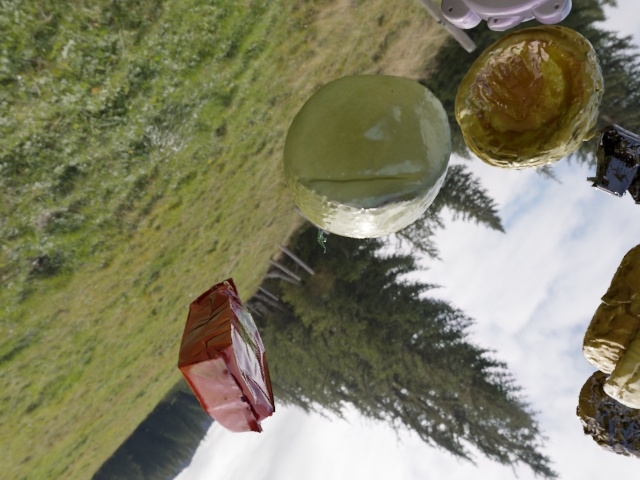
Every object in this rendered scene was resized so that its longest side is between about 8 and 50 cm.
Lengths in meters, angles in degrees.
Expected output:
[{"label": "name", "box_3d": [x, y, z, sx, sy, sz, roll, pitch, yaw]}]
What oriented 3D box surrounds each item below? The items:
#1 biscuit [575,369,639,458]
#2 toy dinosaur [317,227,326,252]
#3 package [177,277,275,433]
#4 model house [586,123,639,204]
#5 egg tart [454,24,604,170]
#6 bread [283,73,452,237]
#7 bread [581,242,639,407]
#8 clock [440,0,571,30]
[{"label": "biscuit", "box_3d": [1.042, 0.588, 1.419, 0.081, 0.334, 0.289, 81, 30, -84]}, {"label": "toy dinosaur", "box_3d": [0.000, 0.000, 1.204, 0.062, 0.021, 0.083, 133, -42, -71]}, {"label": "package", "box_3d": [-0.206, 0.238, 0.940, 0.123, 0.196, 0.423, -26, -161, -5]}, {"label": "model house", "box_3d": [0.813, -0.185, 1.106, 0.141, 0.203, 0.164, 111, -6, -52]}, {"label": "egg tart", "box_3d": [0.576, -0.385, 1.174, 0.169, 0.388, 0.388, -18, 153, -50]}, {"label": "bread", "box_3d": [0.088, -0.154, 0.818, 0.320, 0.320, 0.237, -53, -175, -13]}, {"label": "bread", "box_3d": [0.438, 0.102, 0.544, 0.198, 0.120, 0.236, 15, 100, -49]}, {"label": "clock", "box_3d": [0.490, -0.692, 1.061, 0.113, 0.322, 0.295, -11, 120, -51]}]
